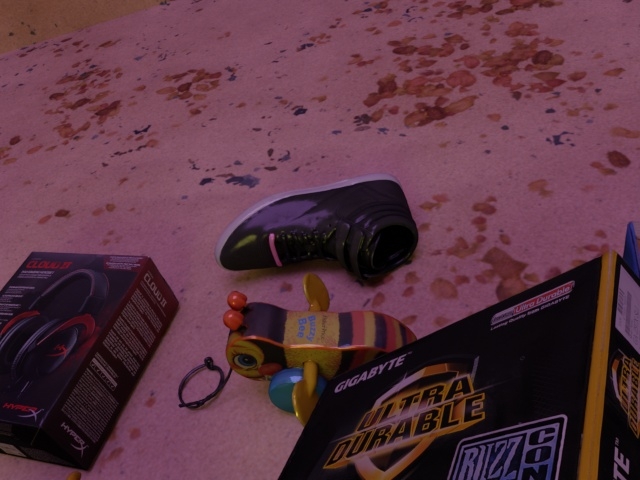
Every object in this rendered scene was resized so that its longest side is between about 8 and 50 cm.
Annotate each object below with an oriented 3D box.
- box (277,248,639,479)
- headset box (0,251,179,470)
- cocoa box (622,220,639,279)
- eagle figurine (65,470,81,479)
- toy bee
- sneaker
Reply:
[{"bbox_3d":[0.078,0.170,0.440,0.322,0.079,0.257,-36,15,43],"label":"box"},{"bbox_3d":[-0.348,0.134,0.828,0.218,0.110,0.293,2,45,22],"label":"headset box"},{"bbox_3d":[0.422,0.133,0.468,0.347,0.231,0.228,-1,44,18],"label":"cocoa box"},{"bbox_3d":[-0.228,0.281,0.480,0.226,0.298,0.225,-53,43,-3],"label":"eagle figurine"},{"bbox_3d":[-0.040,0.127,0.693,0.298,0.162,0.195,-22,43,-4],"label":"toy bee"},{"bbox_3d":[0.000,0.000,0.853,0.295,0.105,0.147,-18,36,-7],"label":"sneaker"}]
